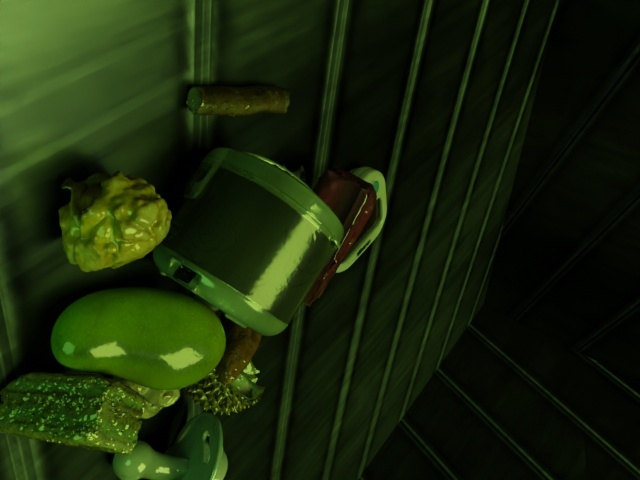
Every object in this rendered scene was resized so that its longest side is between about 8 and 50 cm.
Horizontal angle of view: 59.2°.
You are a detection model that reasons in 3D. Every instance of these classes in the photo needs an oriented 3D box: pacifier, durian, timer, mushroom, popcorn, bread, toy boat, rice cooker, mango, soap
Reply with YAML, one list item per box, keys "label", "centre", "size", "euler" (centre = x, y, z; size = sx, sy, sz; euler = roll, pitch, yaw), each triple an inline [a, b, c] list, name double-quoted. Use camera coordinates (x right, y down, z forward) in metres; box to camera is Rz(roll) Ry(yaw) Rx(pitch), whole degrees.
- label: "pacifier"
  centre: [-0.325, 0.468, 1.188]
  size: [0.226, 0.238, 0.287]
  euler: [30, 116, -33]
- label: "durian"
  centre: [-0.234, 0.260, 1.180]
  size: [0.138, 0.237, 0.193]
  euler: [-25, -179, 15]
- label: "timer"
  centre: [0.075, -0.056, 1.473]
  size: [0.262, 0.087, 0.237]
  euler: [-45, 147, -29]
- label: "mushroom"
  centre: [-0.318, 0.265, 1.058]
  size: [0.148, 0.112, 0.148]
  euler: [-28, 131, -38]
- label: "popcorn"
  centre: [-0.294, -0.027, 0.800]
  size: [0.152, 0.167, 0.148]
  euler: [51, 31, -41]
- label: "bread"
  centre: [-0.385, 0.264, 0.869]
  size: [0.138, 0.196, 0.102]
  euler: [60, 35, -57]
- label: "toy boat"
  centre: [-0.054, -0.095, 1.254]
  size: [0.084, 0.066, 0.210]
  euler: [-26, 158, 1]
- label: "rice cooker"
  centre: [-0.123, -0.004, 0.994]
  size: [0.277, 0.288, 0.288]
  euler: [-59, 152, -10]
- label: "mango"
  centre: [-0.293, 0.160, 0.934]
  size: [0.293, 0.175, 0.143]
  euler: [13, 137, -41]
- label: "soap"
  centre: [0.000, 0.000, 1.240]
  size: [0.324, 0.127, 0.220]
  euler: [-59, 172, 12]

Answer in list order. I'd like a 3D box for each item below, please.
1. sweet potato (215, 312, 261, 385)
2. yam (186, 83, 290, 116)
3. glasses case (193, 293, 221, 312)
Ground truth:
- label: "sweet potato"
  centre: [-0.160, 0.186, 1.101]
  size: [0.251, 0.097, 0.097]
  euler: [-85, -173, -64]
- label: "yam"
  centre: [-0.134, -0.246, 0.987]
  size: [0.241, 0.057, 0.056]
  euler: [-19, 130, -53]
- label: "glasses case"
  centre: [-0.176, 0.065, 1.160]
  size: [0.204, 0.081, 0.051]
  euler: [-51, 148, -24]
